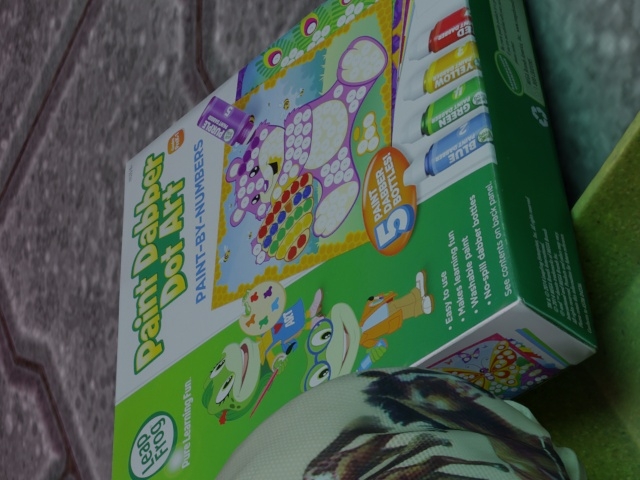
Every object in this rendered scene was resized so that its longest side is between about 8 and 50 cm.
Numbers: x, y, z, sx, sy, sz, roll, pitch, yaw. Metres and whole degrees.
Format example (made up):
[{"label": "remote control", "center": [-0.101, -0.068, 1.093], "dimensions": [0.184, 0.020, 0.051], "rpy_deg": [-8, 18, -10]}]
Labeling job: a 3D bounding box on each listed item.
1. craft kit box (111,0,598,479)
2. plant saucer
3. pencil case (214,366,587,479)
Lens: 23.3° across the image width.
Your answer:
[{"label": "craft kit box", "center": [0.000, 0.000, 0.731], "dimensions": [0.247, 0.061, 0.250], "rpy_deg": [-38, 39, 32]}, {"label": "plant saucer", "center": [0.161, 0.048, 0.605], "dimensions": [0.188, 0.045, 0.188], "rpy_deg": [-59, 42, 32]}, {"label": "pencil case", "center": [0.062, 0.157, 0.415], "dimensions": [0.160, 0.184, 0.410], "rpy_deg": [65, 175, -15]}]
